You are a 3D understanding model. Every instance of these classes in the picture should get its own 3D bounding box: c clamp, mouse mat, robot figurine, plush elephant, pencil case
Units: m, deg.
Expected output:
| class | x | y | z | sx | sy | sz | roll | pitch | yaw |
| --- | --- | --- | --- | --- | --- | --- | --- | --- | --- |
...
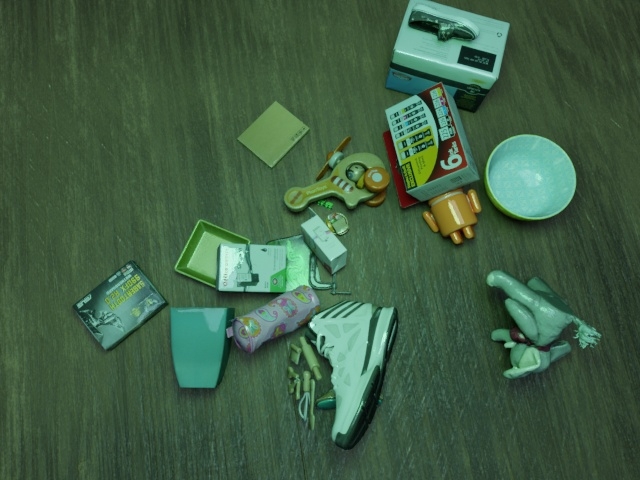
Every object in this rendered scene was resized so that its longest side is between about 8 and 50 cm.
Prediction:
| class | x | y | z | sx | sy | sz | roll | pitch | yaw |
| --- | --- | --- | --- | --- | --- | --- | --- | --- | --- |
| c clamp | 0.027 | 0.101 | 1.685 | 0.137 | 0.022 | 0.160 | -4 | 75 | -1 |
| mouse mat | -0.089 | 0.077 | 1.698 | 0.153 | 0.007 | 0.189 | -12 | 77 | -4 |
| robot figurine | 0.431 | -0.095 | 1.690 | 0.128 | 0.158 | 0.219 | -14 | 76 | -27 |
| plush elephant | 0.636 | 0.280 | 1.557 | 0.330 | 0.272 | 0.255 | 47 | 119 | 41 |
| pencil case | -0.136 | 0.233 | 1.544 | 0.284 | 0.124 | 0.124 | -24 | 76 | -35 |

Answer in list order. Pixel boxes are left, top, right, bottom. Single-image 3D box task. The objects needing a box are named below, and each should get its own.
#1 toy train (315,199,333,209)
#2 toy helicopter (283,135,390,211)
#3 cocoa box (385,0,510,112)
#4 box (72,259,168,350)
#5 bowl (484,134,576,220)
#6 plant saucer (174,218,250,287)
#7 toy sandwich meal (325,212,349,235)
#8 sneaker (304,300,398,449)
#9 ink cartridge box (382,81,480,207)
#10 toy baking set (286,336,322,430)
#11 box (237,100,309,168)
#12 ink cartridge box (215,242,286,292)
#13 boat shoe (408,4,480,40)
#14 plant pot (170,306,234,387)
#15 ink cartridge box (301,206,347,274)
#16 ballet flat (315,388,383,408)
| class | x | y | z | sx | sy | sz | roll | pitch | yaw |
| --- | --- | --- | --- | --- | --- | --- | --- | --- | --- |
| toy train | 0.004 | -0.131 | 1.747 | 0.083 | 0.017 | 0.023 | 25 | 67 | 5 |
| toy helicopter | 0.042 | -0.199 | 1.704 | 0.356 | 0.140 | 0.234 | -21 | 71 | -7 |
| cocoa box | 0.428 | -0.632 | 1.774 | 0.348 | 0.228 | 0.231 | 17 | 76 | 3 |
| box | -0.631 | 0.204 | 1.628 | 0.231 | 0.056 | 0.183 | -39 | 79 | -10 |
| bowl | 0.669 | -0.187 | 1.703 | 0.290 | 0.156 | 0.289 | 0 | 76 | -1 |
| plant saucer | -0.349 | 0.052 | 1.678 | 0.188 | 0.045 | 0.188 | 23 | 76 | 4 |
| toy sandwich meal | 0.056 | -0.057 | 1.722 | 0.086 | 0.029 | 0.085 | 0 | 76 | -1 |
| sneaker | 0.057 | 0.376 | 1.530 | 0.258 | 0.169 | 0.447 | 10 | 54 | 20 |
| ink cartridge box | 0.324 | -0.296 | 1.649 | 0.272 | 0.130 | 0.309 | -22 | 66 | 27 |
| toy baking set | -0.043 | 0.416 | 1.510 | 0.030 | 0.256 | 0.196 | 2 | 119 | -25 |
| box | -0.165 | -0.372 | 1.802 | 0.164 | 0.021 | 0.201 | 41 | 79 | 9 |
| ink cartridge box | -0.219 | 0.090 | 1.614 | 0.209 | 0.087 | 0.152 | 2 | 81 | -16 |
| boat shoe | 0.384 | -0.672 | 1.626 | 0.229 | 0.080 | 0.076 | 26 | 83 | 6 |
| plant pot | -0.357 | 0.319 | 1.553 | 0.166 | 0.165 | 0.234 | 1 | 82 | -1 |
| ink cartridge box | 0.000 | 0.000 | 1.646 | 0.067 | 0.115 | 0.198 | -33 | 67 | -13 |
| ballet flat | 0.087 | 0.474 | 1.578 | 0.207 | 0.073 | 0.067 | -1 | 49 | -4 |
